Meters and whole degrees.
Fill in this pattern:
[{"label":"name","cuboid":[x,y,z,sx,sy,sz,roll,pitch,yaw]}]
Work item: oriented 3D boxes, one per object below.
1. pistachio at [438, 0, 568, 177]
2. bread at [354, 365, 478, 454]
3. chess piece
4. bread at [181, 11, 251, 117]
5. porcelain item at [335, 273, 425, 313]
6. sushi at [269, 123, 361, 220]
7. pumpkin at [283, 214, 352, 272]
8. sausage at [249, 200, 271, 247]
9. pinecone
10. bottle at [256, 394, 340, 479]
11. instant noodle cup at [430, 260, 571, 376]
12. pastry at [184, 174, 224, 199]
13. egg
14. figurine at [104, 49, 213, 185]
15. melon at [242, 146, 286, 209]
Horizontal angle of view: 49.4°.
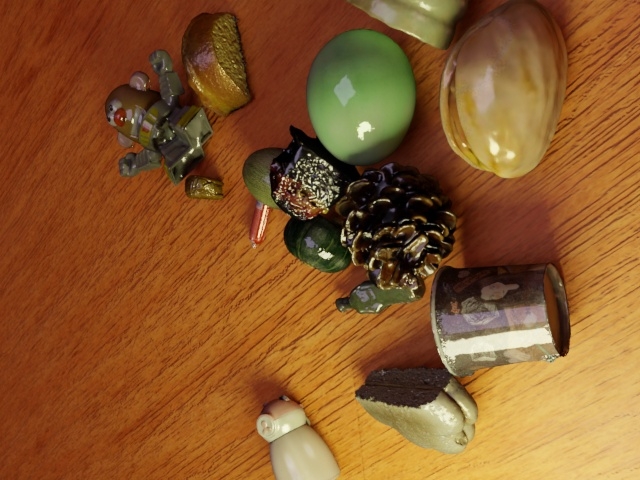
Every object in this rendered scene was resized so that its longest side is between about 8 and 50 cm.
[{"label":"pistachio","cuboid":[0.324,-0.269,1.234,0.230,0.230,0.309,10,107,35]},{"label":"bread","cuboid":[0.207,0.353,1.423,0.183,0.102,0.337,51,155,-10]},{"label":"chess piece","cuboid":[0.226,-0.595,1.254,0.234,0.234,0.442,36,113,26]},{"label":"bread","cuboid":[-0.264,-0.435,1.676,0.129,0.134,0.260,-13,89,36]},{"label":"porcelain item","cuboid":[0.122,0.121,1.520,0.215,0.069,0.081,-25,99,35]},{"label":"sushi","cuboid":[-0.029,-0.126,1.456,0.150,0.172,0.153,-47,47,22]},{"label":"pumpkin","cuboid":[-0.002,0.003,1.536,0.167,0.167,0.125,11,78,34]},{"label":"sausage","cuboid":[-0.145,-0.047,1.706,0.048,0.050,0.145,44,125,54]},{"label":"pinecone","cuboid":[0.149,-0.030,1.349,0.243,0.257,0.243,1,107,3]},{"label":"bottle","cuboid":[-0.066,0.486,1.666,0.147,0.147,0.236,-39,72,33]},{"label":"instant noodle cup","cuboid":[0.338,0.139,1.288,0.207,0.217,0.217,-11,90,30]},{"label":"pastry","cuboid":[-0.294,-0.133,1.766,0.097,0.109,0.057,4,90,4]},{"label":"egg","cuboid":[0.081,-0.283,1.393,0.220,0.220,0.270,13,110,34]},{"label":"figurine","cuboid":[-0.430,-0.303,1.791,0.285,0.167,0.342,35,95,19]},{"label":"melon","cuboid":[-0.091,-0.140,1.593,0.192,0.139,0.139,27,112,25]}]
